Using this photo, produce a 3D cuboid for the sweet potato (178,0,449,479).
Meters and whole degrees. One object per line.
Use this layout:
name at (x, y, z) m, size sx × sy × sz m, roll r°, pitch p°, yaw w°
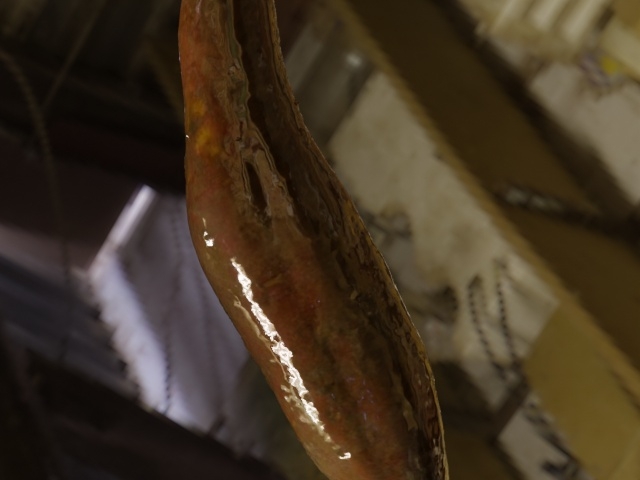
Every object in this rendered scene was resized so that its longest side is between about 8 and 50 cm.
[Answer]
sweet potato at (-0.008, 0.000, 0.715) m, size 0.078 × 0.058 × 0.255 m, roll -22°, pitch -86°, yaw -47°
